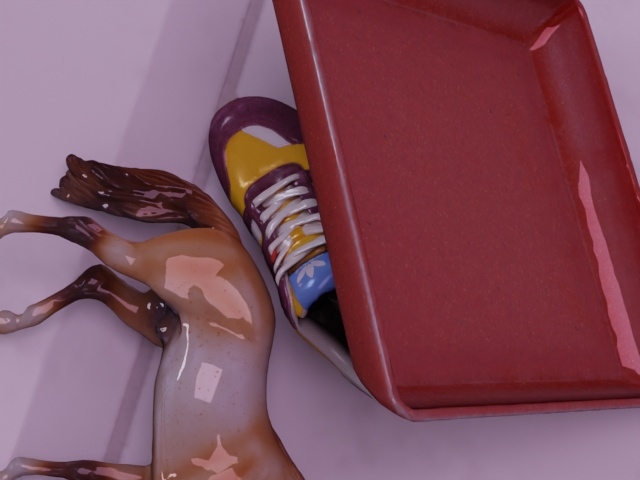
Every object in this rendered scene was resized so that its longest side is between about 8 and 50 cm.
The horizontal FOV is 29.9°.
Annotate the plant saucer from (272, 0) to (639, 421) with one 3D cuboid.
[{"bbox_3d":[0.081,-0.032,0.620,0.259,0.047,0.258,6,65,-46],"label":"plant saucer"}]

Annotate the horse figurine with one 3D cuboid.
[{"bbox_3d":[-0.080,0.071,0.587,0.174,0.066,0.263,-2,73,-9],"label":"horse figurine"}]

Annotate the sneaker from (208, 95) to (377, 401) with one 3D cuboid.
[{"bbox_3d":[0.000,0.000,0.611,0.069,0.084,0.185,-41,82,16],"label":"sneaker"}]
